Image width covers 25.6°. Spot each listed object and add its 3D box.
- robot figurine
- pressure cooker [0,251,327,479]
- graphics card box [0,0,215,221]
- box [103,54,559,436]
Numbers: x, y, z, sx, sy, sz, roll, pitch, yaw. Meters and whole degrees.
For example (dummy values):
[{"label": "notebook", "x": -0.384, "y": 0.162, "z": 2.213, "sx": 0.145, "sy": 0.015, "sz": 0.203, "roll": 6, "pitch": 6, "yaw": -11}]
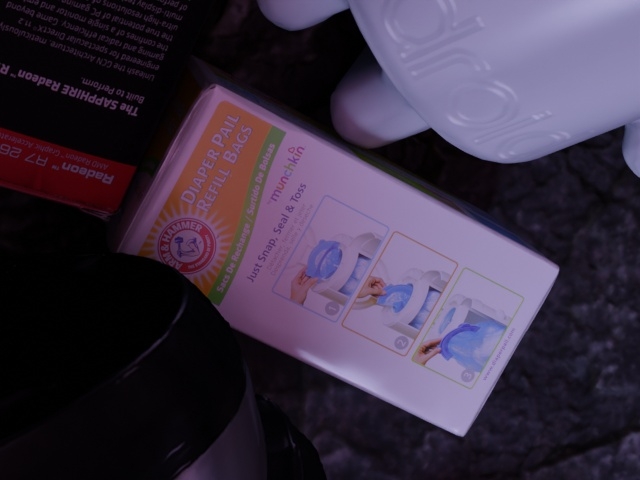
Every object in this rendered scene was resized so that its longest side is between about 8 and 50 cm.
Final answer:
[{"label": "robot figurine", "x": 0.142, "y": -0.159, "z": 0.629, "sx": 0.354, "sy": 0.199, "sz": 0.300, "roll": -22, "pitch": 115, "yaw": 33}, {"label": "pressure cooker", "x": -0.168, "y": 0.245, "z": 0.584, "sx": 0.370, "sy": 0.376, "sz": 0.420, "roll": -29, "pitch": 111, "yaw": -52}, {"label": "graphics card box", "x": -0.126, "y": -0.210, "z": 0.601, "sx": 0.233, "sy": 0.094, "sz": 0.370, "roll": 16, "pitch": 113, "yaw": -29}, {"label": "box", "x": 0.000, "y": 0.000, "z": 0.729, "sx": 0.203, "sy": 0.114, "sz": 0.103, "roll": 27, "pitch": 98, "yaw": -17}]
